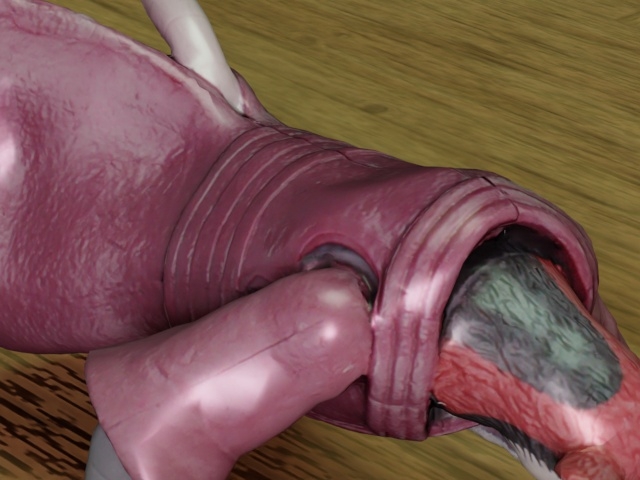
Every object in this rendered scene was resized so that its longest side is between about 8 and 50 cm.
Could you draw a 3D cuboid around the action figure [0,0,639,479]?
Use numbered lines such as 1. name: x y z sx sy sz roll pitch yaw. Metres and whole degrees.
1. action figure: 0.000 0.000 0.592 0.248 0.275 0.370 -10 17 -41
